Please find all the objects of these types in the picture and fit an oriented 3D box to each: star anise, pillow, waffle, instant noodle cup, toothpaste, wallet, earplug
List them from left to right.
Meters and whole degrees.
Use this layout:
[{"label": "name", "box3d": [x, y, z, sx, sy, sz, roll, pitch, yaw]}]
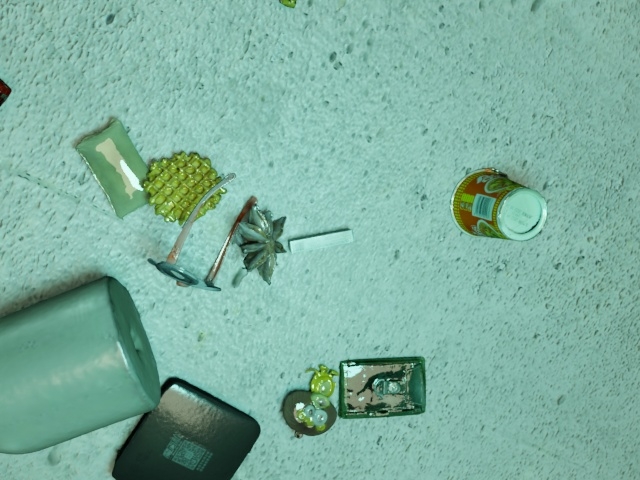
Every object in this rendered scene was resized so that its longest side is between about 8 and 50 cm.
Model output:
[{"label": "earplug", "box3d": [-0.583, 0.281, 1.417, 0.394, 0.312, 0.313, -19, 104, -6]}, {"label": "pillow", "box3d": [-0.459, -0.163, 1.486, 0.119, 0.053, 0.208, -29, 109, -4]}, {"label": "waffle", "box3d": [-0.312, -0.122, 1.493, 0.191, 0.038, 0.191, 7, 66, -17]}, {"label": "star anise", "box3d": [-0.137, 0.011, 1.559, 0.065, 0.182, 0.195, -7, 90, 31]}, {"label": "toothpaste", "box3d": [0.000, 0.000, 1.628, 0.164, 0.046, 0.034, -11, 101, -11]}, {"label": "wallet", "box3d": [0.165, 0.394, 1.742, 0.236, 0.055, 0.160, -1, 94, -12]}, {"label": "instant noodle cup", "box3d": [0.455, -0.081, 1.633, 0.193, 0.212, 0.193, -3, 101, -13]}]

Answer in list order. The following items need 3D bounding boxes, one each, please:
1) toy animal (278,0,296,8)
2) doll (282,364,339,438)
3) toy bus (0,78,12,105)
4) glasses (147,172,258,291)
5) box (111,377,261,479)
[{"label": "toy animal", "box3d": [-0.122, -0.619, 1.470, 0.181, 0.073, 0.136, 15, 104, -19]}, {"label": "doll", "box3d": [-0.024, 0.415, 1.682, 0.145, 0.096, 0.188, 5, 89, -22]}, {"label": "toy bus", "box3d": [-0.695, -0.303, 1.329, 0.089, 0.195, 0.081, -46, 107, -5]}, {"label": "glasses", "box3d": [-0.260, -0.016, 1.496, 0.118, 0.234, 0.268, 18, 79, 19]}, {"label": "box", "box3d": [-0.333, 0.518, 1.637, 0.289, 0.073, 0.290, 32, 92, -17]}]
